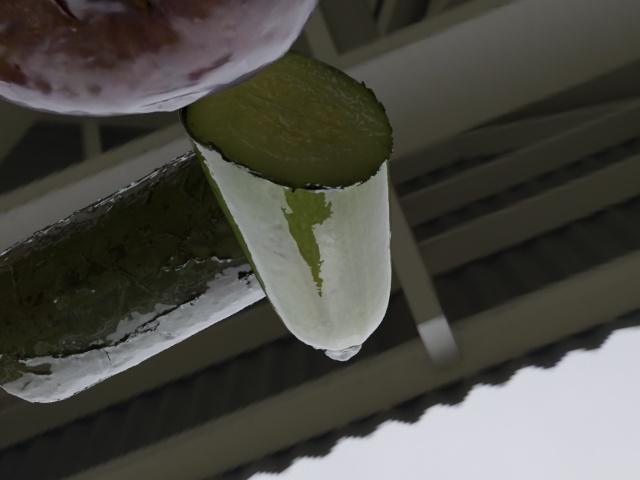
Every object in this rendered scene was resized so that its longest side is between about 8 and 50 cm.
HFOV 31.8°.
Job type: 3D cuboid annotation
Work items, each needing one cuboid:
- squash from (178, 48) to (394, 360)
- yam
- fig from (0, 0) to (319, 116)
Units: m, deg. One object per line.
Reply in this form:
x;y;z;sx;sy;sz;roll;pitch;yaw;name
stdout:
0.009;0.007;0.782;0.137;0.288;0.137;-11;-140;10;squash
-0.173;0.028;1.077;0.304;0.168;0.168;-27;-137;13;yam
-0.079;-0.146;0.475;0.175;0.175;0.207;-16;-155;10;fig
